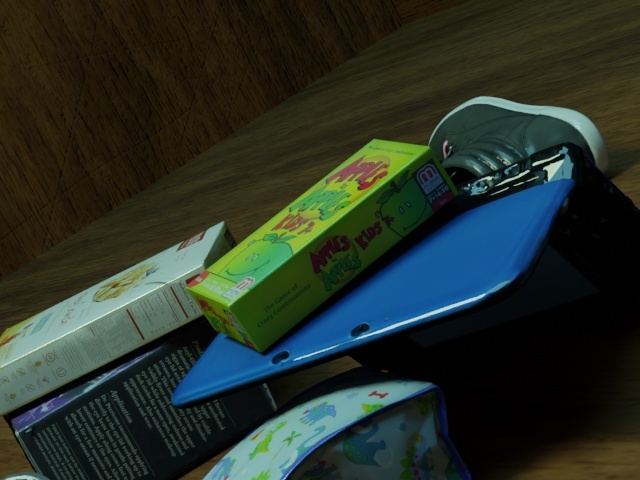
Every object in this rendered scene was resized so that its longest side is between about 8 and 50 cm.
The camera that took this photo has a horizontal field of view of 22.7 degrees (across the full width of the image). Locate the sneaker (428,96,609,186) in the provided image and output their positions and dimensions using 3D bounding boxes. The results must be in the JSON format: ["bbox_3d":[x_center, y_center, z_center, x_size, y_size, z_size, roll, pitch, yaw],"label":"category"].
[{"bbox_3d":[0.153,-0.074,1.644,0.147,0.105,0.295,-27,15,-22],"label":"sneaker"}]

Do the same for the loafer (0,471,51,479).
[{"bbox_3d":[-0.308,0.300,1.204,0.302,0.095,0.109,-35,43,-13],"label":"loafer"}]

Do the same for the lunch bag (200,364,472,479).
[{"bbox_3d":[0.002,0.151,1.042,0.151,0.096,0.129,-20,7,-20],"label":"lunch bag"}]

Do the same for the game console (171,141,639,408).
[{"bbox_3d":[0.082,0.063,1.150,0.293,0.250,0.173,-21,49,32],"label":"game console"}]

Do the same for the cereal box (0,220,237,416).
[{"bbox_3d":[-0.188,0.068,1.422,0.240,0.047,0.173,-27,10,7],"label":"cereal box"}]

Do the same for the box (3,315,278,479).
[{"bbox_3d":[-0.163,0.149,1.412,0.207,0.108,0.153,-31,11,-13],"label":"box"}]

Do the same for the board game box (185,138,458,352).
[{"bbox_3d":[0.000,0.000,1.124,0.181,0.043,0.092,-39,19,-15],"label":"board game box"}]
